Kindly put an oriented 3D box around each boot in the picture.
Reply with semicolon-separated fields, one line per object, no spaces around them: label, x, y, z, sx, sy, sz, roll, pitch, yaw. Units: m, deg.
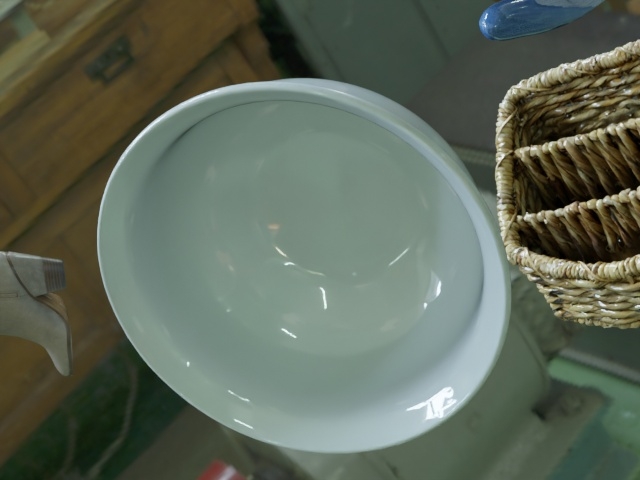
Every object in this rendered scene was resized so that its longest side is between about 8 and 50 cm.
boot;-0.247;0.062;1.007;0.087;0.118;0.042;-9;22;-17

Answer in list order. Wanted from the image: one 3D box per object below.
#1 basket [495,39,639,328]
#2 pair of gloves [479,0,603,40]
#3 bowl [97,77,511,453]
basket;0.321;-0.054;1.269;0.299;0.223;0.213;-13;36;42
pair of gloves;0.054;-0.158;0.480;0.159;0.198;0.023;-7;-26;-37
bowl;0.000;0.000;0.912;0.298;0.298;0.134;-17;21;26
